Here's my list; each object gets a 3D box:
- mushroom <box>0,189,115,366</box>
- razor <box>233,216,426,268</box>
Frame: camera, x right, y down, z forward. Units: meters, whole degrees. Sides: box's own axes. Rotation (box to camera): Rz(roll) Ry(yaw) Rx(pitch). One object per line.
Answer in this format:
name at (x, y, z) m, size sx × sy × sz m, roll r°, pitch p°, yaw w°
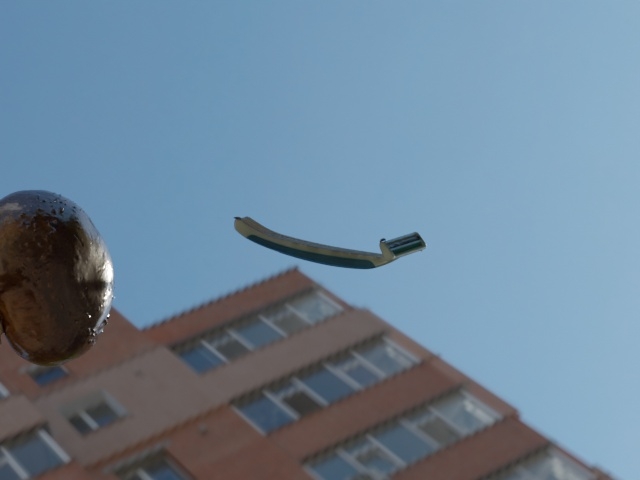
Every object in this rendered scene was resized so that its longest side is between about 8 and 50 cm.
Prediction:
mushroom at (-0.194, 0.024, 1.112) m, size 0.127 × 0.087 × 0.127 m, roll -7°, pitch -90°, yaw -69°
razor at (0.000, 0.004, 1.502) m, size 0.068 × 0.191 × 0.037 m, roll -14°, pitch -72°, yaw -58°
